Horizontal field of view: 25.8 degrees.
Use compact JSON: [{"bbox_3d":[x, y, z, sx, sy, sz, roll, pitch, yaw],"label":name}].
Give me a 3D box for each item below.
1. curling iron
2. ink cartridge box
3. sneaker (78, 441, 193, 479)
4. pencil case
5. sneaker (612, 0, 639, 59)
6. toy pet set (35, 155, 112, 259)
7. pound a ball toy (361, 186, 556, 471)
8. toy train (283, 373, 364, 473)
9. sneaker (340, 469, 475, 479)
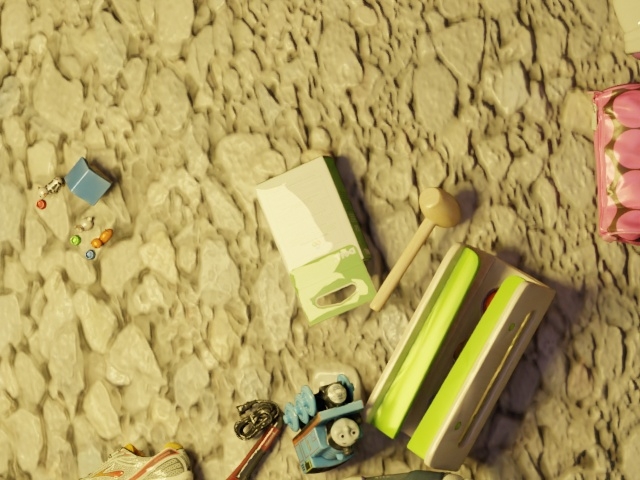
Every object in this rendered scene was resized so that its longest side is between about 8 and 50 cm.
[{"bbox_3d":[-0.135,0.340,1.965,0.068,0.035,0.274,30,96,16],"label":"curling iron"},{"bbox_3d":[0.000,0.000,1.916,0.109,0.062,0.209,-23,85,13],"label":"ink cartridge box"},{"bbox_3d":[-0.283,0.342,1.988,0.225,0.088,0.093,-12,67,14],"label":"sneaker"},{"bbox_3d":[0.397,-0.097,1.805,0.098,0.095,0.209,-3,87,-21],"label":"pencil case"},{"bbox_3d":[0.514,-0.342,1.761,0.305,0.114,0.152,-20,87,13],"label":"sneaker"},{"bbox_3d":[-0.348,-0.052,2.001,0.122,0.065,0.114,43,100,10],"label":"toy pet set"},{"bbox_3d":[0.171,0.116,1.855,0.208,0.135,0.319,31,96,34],"label":"pound a ball toy"},{"bbox_3d":[0.009,0.246,1.861,0.080,0.184,0.105,-16,75,-20],"label":"toy train"},{"bbox_3d":[0.137,0.452,1.759,0.236,0.130,0.323,1,78,0],"label":"sneaker"}]
